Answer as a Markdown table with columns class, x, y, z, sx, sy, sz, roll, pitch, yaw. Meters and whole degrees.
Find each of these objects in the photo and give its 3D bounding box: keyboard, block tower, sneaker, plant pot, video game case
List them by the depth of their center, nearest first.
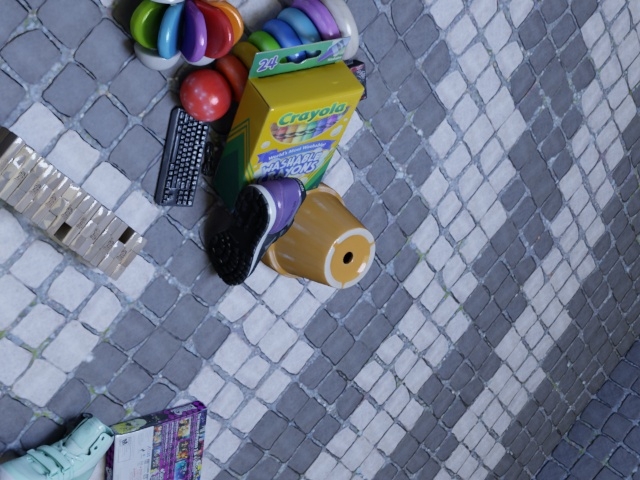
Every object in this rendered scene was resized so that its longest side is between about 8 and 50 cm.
| class | x | y | z | sx | sy | sz | roll | pitch | yaw |
| --- | --- | --- | --- | --- | --- | --- | --- | --- | --- |
| block tower | -0.419 | -0.057 | 1.424 | 0.097 | 0.091 | 0.335 | -53 | 136 | -6 |
| sneaker | -0.465 | 0.372 | 1.578 | 0.151 | 0.094 | 0.256 | -55 | 163 | 1 |
| keyboard | -0.231 | -0.146 | 1.588 | 0.108 | 0.023 | 0.180 | -1 | 114 | -41 |
| sneaker | -0.107 | -0.013 | 1.640 | 0.124 | 0.107 | 0.283 | -24 | 163 | -38 |
| plant pot | 0.000 | 0.000 | 1.750 | 0.205 | 0.188 | 0.205 | -20 | 125 | -32 |
| video game case | -0.336 | 0.456 | 1.810 | 0.210 | 0.041 | 0.232 | -11 | 119 | -37 |

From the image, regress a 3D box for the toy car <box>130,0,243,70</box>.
| class | x | y | z | sx | sy | sz | roll | pitch | yaw |
| --- | --- | --- | --- | --- | --- | --- | --- | --- | --- |
| toy car | -0.206 | -0.338 | 1.408 | 0.182 | 0.136 | 0.159 | -15 | 136 | -35 |

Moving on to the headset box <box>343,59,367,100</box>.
| class | x | y | z | sx | sy | sz | roll | pitch | yaw |
| --- | --- | --- | --- | --- | --- | --- | --- | --- | --- |
| headset box | 0.057 | -0.312 | 1.742 | 0.062 | 0.032 | 0.083 | -26 | 127 | -29 |

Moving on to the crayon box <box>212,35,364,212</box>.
| class | x | y | z | sx | sy | sz | roll | pitch | yaw |
| --- | --- | --- | --- | --- | --- | --- | --- | --- | --- |
| crayon box | -0.055 | -0.199 | 1.571 | 0.203 | 0.083 | 0.323 | -18 | 151 | -33 |

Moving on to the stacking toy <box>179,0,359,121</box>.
| class | x | y | z | sx | sy | sz | roll | pitch | yaw |
| --- | --- | --- | --- | --- | --- | --- | --- | --- | --- |
| stacking toy | -0.101 | -0.315 | 1.550 | 0.330 | 0.141 | 0.141 | -32 | 130 | -16 |
